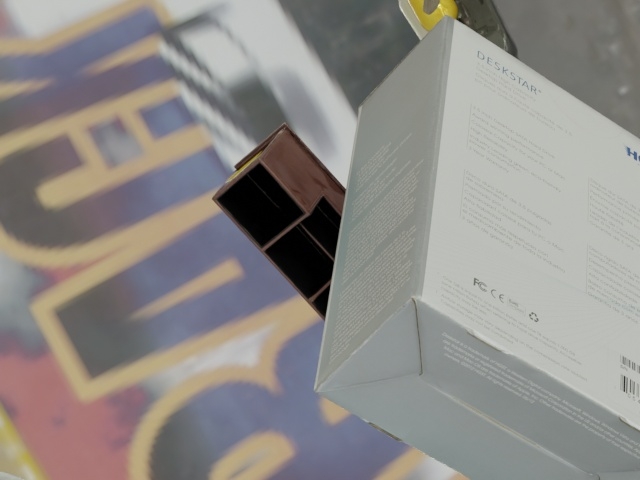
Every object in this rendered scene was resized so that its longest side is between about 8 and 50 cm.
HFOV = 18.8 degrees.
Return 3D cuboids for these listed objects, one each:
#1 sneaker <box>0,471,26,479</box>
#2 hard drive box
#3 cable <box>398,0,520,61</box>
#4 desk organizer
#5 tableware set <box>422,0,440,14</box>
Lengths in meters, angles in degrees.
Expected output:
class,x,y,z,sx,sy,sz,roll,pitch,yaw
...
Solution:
class,x,y,z,sx,sy,sz,roll,pitch,yaw
sneaker,-0.157,0.155,0.639,0.152,0.114,0.305,-12,96,22
hard drive box,0.105,0.017,1.023,0.181,0.232,0.089,31,129,-17
cable,0.131,-0.109,1.487,0.139,0.072,0.287,46,-159,-55
desk organizer,0.000,0.000,1.137,0.047,0.050,0.130,-38,99,29
tableware set,0.116,-0.210,1.100,0.039,0.128,0.194,39,159,19
